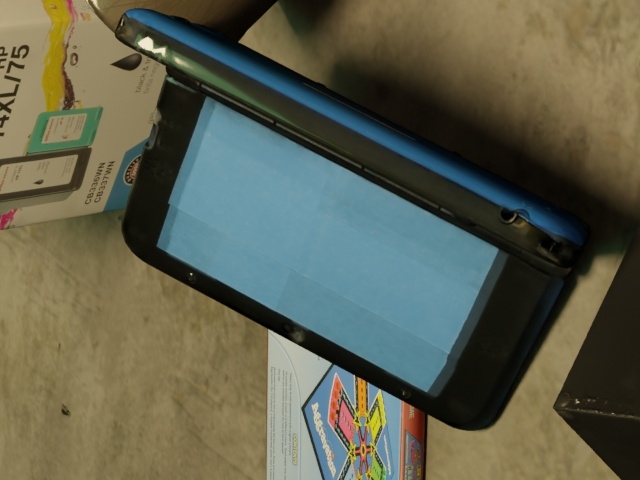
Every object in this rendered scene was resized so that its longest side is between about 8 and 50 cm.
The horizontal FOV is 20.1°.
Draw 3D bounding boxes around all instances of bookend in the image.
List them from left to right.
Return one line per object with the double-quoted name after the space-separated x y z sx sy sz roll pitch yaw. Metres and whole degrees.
0.226 0.073 1.014 0.072 0.156 0.157 3 57 47 "bookend"

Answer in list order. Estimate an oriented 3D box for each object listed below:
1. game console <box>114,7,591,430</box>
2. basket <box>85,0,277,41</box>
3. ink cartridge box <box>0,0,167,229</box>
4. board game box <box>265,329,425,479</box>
0.000 0.000 1.112 0.293 0.250 0.173 27 97 8 "game console"
-0.034 -0.248 1.176 0.154 0.204 0.227 46 127 -12 "basket"
-0.249 -0.141 1.351 0.197 0.270 0.198 47 130 30 "ink cartridge box"
0.017 0.081 1.293 0.145 0.027 0.281 17 111 46 "board game box"
